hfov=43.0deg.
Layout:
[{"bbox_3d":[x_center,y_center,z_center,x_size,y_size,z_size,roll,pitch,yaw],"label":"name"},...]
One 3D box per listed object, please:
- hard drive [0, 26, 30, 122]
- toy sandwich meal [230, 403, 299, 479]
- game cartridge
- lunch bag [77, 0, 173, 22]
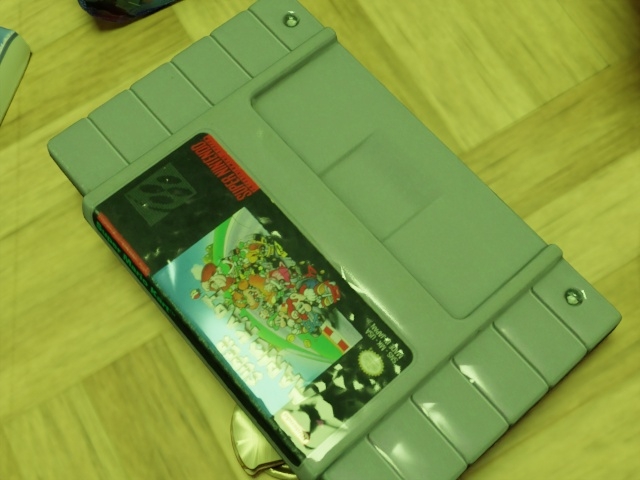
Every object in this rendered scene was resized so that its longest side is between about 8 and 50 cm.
[{"bbox_3d":[-0.423,-0.110,0.660,0.318,0.040,0.210,16,76,10],"label":"hard drive"},{"bbox_3d":[-0.022,0.125,0.559,0.085,0.029,0.086,-1,74,5],"label":"toy sandwich meal"},{"bbox_3d":[0.000,0.000,0.563,0.230,0.068,0.355,-37,74,-20],"label":"game cartridge"},{"bbox_3d":[-0.109,-0.403,0.601,0.385,0.238,0.328,-36,71,32],"label":"lunch bag"}]
